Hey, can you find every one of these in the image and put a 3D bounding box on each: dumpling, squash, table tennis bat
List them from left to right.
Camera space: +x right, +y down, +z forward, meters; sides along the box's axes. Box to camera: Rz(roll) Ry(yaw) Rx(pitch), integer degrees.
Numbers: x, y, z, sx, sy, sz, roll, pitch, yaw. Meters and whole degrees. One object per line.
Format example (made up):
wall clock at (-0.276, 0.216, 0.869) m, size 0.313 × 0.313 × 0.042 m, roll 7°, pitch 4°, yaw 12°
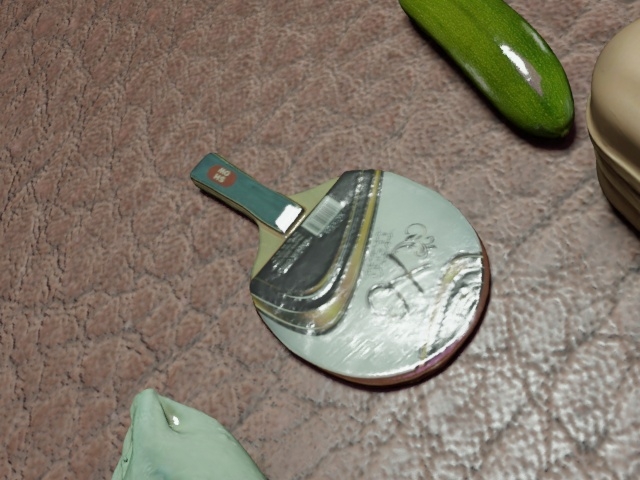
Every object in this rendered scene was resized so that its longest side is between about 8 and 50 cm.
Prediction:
dumpling at (-0.092, 0.202, 0.454) m, size 0.149 × 0.105 × 0.217 m, roll -32°, pitch 58°, yaw -7°
table tennis bat at (0.000, 0.000, 0.593) m, size 0.301 × 0.022 × 0.173 m, roll 34°, pitch 77°, yaw 31°
squash at (0.133, -0.181, 0.617) m, size 0.069 × 0.069 × 0.258 m, roll -33°, pitch 55°, yaw 1°

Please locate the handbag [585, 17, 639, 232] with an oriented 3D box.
handbag at (0.347, -0.065, 0.419) m, size 0.301 × 0.149 × 0.283 m, roll -28°, pitch 52°, yaw 2°
